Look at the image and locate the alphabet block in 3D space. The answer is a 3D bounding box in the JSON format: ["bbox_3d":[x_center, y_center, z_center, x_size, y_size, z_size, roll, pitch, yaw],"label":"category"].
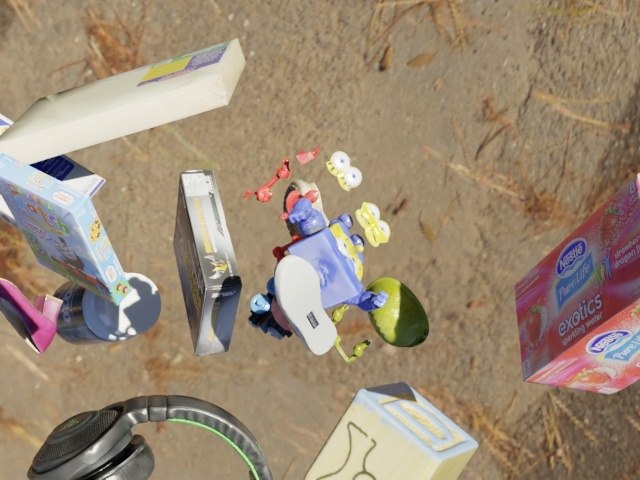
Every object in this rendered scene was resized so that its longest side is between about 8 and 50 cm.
[{"bbox_3d":[0.123,0.383,1.558,0.192,0.193,0.197,39,106,28],"label":"alphabet block"}]

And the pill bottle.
[{"bbox_3d":[-0.492,0.154,2.054,0.283,0.161,0.161,-12,115,50],"label":"pill bottle"}]

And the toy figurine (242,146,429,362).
[{"bbox_3d":[0.009,0.059,1.338,0.191,0.217,0.362,-25,101,18],"label":"toy figurine"}]

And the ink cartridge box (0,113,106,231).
[{"bbox_3d":[-0.589,-0.128,1.717,0.332,0.165,0.065,32,154,8],"label":"ink cartridge box"}]

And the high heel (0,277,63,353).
[{"bbox_3d":[-0.629,0.140,1.774,0.082,0.117,0.244,2,162,41],"label":"high heel"}]

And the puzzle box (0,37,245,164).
[{"bbox_3d":[-0.339,-0.240,1.562,0.409,0.272,0.052,-15,114,10],"label":"puzzle box"}]

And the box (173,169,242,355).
[{"bbox_3d":[-0.181,0.034,1.403,0.056,0.231,0.183,-4,143,-18],"label":"box"}]

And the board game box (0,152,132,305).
[{"bbox_3d":[-0.356,-0.012,1.242,0.160,0.039,0.211,24,148,24],"label":"board game box"}]

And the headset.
[{"bbox_3d":[-0.241,0.306,0.961,0.394,0.185,0.243,-6,97,-9],"label":"headset"}]

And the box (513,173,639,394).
[{"bbox_3d":[0.379,0.065,1.126,0.142,0.154,0.300,10,148,-15],"label":"box"}]

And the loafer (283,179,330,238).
[{"bbox_3d":[0.000,0.000,1.637,0.092,0.102,0.268,-21,127,-15],"label":"loafer"}]

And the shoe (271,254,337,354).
[{"bbox_3d":[-0.039,0.076,1.198,0.081,0.063,0.178,31,155,41],"label":"shoe"}]

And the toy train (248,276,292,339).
[{"bbox_3d":[-0.061,0.119,1.822,0.105,0.184,0.080,40,170,19],"label":"toy train"}]
